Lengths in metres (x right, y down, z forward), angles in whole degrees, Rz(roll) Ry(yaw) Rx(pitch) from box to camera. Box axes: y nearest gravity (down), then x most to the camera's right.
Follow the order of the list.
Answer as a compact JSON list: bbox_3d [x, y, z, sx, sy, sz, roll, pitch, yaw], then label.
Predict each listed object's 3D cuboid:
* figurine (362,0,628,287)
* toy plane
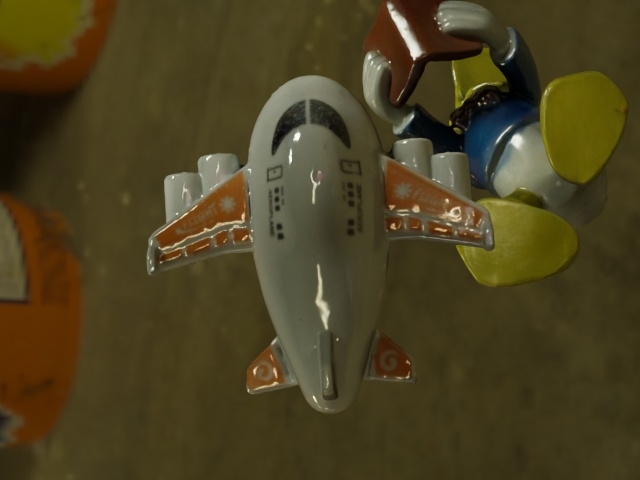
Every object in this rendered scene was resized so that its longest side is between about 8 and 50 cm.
[{"bbox_3d":[0.144,-0.104,1.729,0.204,0.283,0.338,-47,-1,2],"label":"figurine"},{"bbox_3d":[0.000,0.000,1.289,0.117,0.244,0.245,67,-159,-79],"label":"toy plane"}]
